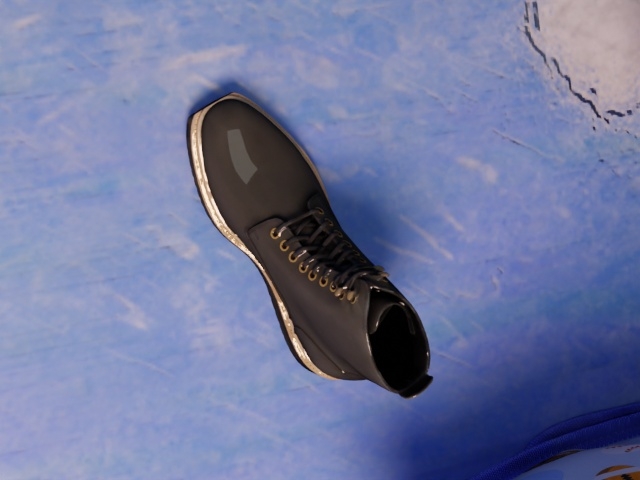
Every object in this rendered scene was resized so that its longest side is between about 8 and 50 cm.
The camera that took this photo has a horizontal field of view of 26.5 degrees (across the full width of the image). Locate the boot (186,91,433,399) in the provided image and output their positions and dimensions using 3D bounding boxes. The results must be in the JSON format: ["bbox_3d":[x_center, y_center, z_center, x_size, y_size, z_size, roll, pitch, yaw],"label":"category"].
[{"bbox_3d":[0.000,0.000,0.817,0.077,0.137,0.198,-35,105,-15],"label":"boot"}]

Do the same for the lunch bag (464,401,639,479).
[{"bbox_3d":[0.219,0.286,0.865,0.385,0.238,0.328,-16,99,-48],"label":"lunch bag"}]
